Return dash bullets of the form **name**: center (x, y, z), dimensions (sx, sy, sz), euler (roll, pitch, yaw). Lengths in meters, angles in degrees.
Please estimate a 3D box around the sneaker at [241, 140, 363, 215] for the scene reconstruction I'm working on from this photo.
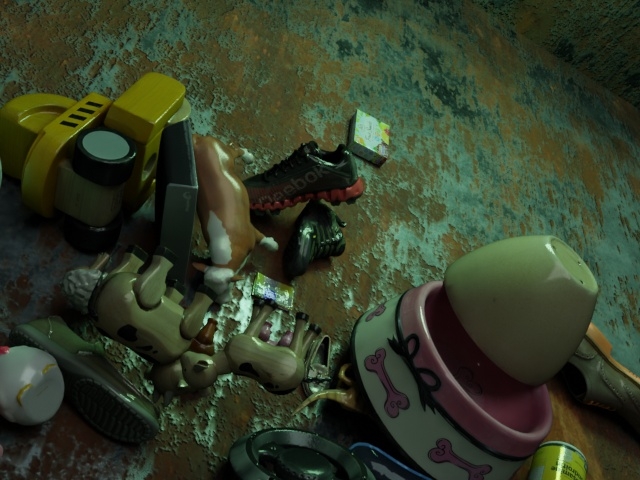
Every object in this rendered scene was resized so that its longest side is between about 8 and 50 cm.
- **sneaker**: center (-0.052, -0.130, 1.488), dimensions (0.276, 0.135, 0.098), euler (-9, 30, -5)

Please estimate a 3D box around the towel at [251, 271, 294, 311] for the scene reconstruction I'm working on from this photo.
- **towel**: center (-0.088, 0.097, 1.407), dimensions (0.083, 0.009, 0.060), euler (26, 42, -16)

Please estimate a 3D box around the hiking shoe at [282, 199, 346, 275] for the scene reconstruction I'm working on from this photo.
- **hiking shoe**: center (0.000, 0.000, 1.508), dimensions (0.114, 0.086, 0.227), euler (29, 39, -8)

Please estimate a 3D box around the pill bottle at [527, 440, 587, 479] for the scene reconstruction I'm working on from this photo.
- **pill bottle**: center (0.434, 0.471, 1.384), dimensions (0.103, 0.103, 0.184), euler (39, 39, 0)

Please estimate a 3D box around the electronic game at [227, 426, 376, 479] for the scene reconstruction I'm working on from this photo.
- **electronic game**: center (-0.026, 0.345, 1.111), dimensions (0.229, 0.048, 0.229), euler (15, 10, -3)

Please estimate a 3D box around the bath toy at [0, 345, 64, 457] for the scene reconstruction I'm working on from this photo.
- **bath toy**: center (-0.472, 0.231, 0.895), dimensions (0.129, 0.151, 0.348), euler (14, 30, 26)

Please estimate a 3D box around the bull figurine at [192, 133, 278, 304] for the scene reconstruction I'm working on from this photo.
- **bull figurine**: center (-0.168, -0.043, 1.357), dimensions (0.188, 0.101, 0.310), euler (0, 78, -70)

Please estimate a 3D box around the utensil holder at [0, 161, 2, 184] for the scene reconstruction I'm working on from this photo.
- **utensil holder**: center (-0.635, -0.220, 1.039), dimensions (0.327, 0.328, 0.385), euler (5, 47, -35)

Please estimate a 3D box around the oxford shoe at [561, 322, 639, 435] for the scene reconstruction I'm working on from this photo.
- **oxford shoe**: center (0.641, 0.339, 1.691), dimensions (0.132, 0.130, 0.364), euler (-42, 90, -18)

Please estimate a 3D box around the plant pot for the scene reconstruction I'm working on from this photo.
- **plant pot**: center (0.399, 0.099, 1.391), dimensions (0.284, 0.191, 0.284), euler (33, 29, -22)

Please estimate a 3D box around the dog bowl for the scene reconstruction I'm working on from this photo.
- **dog bowl**: center (0.255, 0.249, 1.362), dimensions (0.408, 0.150, 0.408), euler (32, 31, -22)

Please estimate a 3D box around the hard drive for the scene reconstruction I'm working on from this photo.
- **hard drive**: center (-0.246, -0.059, 1.251), dimensions (0.054, 0.255, 0.172), euler (-1, 52, -17)

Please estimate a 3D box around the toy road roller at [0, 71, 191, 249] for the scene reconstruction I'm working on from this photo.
- **toy road roller**: center (-0.395, -0.169, 1.279), dimensions (0.240, 0.202, 0.329), euler (27, 40, 2)

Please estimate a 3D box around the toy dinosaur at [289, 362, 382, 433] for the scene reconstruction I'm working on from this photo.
- **toy dinosaur**: center (0.045, 0.270, 1.286), dimensions (0.211, 0.064, 0.112), euler (25, 33, -28)

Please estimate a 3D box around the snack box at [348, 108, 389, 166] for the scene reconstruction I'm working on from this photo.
- **snack box**: center (0.123, -0.262, 1.893), dimensions (0.100, 0.037, 0.141), euler (24, 41, -16)

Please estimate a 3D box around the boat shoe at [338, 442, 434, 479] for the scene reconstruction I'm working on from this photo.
- **boat shoe**: center (0.142, 0.434, 1.213), dimensions (0.258, 0.109, 0.089), euler (25, 47, 9)

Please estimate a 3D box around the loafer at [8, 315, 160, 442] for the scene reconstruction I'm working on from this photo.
- **loafer**: center (-0.323, 0.188, 1.067), dimensions (0.251, 0.094, 0.087), euler (39, 36, 0)

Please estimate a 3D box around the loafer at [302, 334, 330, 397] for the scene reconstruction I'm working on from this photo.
- **loafer**: center (-0.005, 0.222, 1.328), dimensions (0.045, 0.039, 0.125), euler (27, 40, -17)

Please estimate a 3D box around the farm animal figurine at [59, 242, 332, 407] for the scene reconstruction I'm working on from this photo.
- **farm animal figurine**: center (-0.197, 0.144, 1.063), dimensions (0.326, 0.330, 0.172), euler (39, 61, -26)
